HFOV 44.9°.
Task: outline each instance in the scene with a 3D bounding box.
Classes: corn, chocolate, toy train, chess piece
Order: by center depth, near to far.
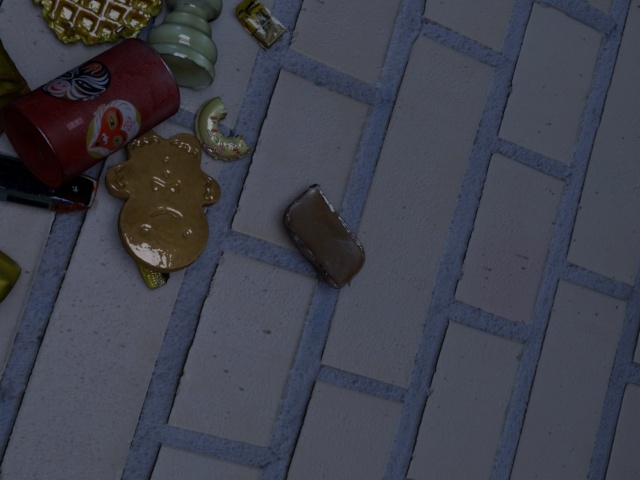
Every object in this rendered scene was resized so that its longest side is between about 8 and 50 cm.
[{"bbox_3d":[-0.709,-0.136,1.714,0.409,0.089,0.086,12,61,-21],"label":"toy train"},{"bbox_3d":[-0.412,0.016,1.834,0.072,0.072,0.203,-19,95,-21],"label":"corn"},{"bbox_3d":[-0.311,-0.548,1.855,0.182,0.182,0.330,15,77,-20],"label":"chess piece"},{"bbox_3d":[-0.001,-0.001,1.988,0.161,0.083,0.261,-43,103,-35],"label":"chocolate"}]

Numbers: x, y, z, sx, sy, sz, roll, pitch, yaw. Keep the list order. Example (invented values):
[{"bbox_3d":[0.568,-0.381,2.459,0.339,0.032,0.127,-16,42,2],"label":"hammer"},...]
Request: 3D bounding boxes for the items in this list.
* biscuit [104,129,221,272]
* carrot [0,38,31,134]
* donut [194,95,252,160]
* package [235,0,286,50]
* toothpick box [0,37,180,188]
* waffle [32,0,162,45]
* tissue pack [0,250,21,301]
[{"bbox_3d":[-0.366,-0.100,1.813,0.275,0.052,0.354,9,67,-25],"label":"biscuit"},{"bbox_3d":[-0.780,-0.372,1.621,0.241,0.241,0.340,-36,102,-19],"label":"carrot"},{"bbox_3d":[-0.250,-0.267,1.910,0.108,0.065,0.166,-30,99,-22],"label":"donut"},{"bbox_3d":[-0.155,-0.555,1.973,0.131,0.047,0.071,44,76,-12],"label":"package"},{"bbox_3d":[-0.498,-0.285,1.705,0.333,0.204,0.204,-40,102,-32],"label":"toothpick box"},{"bbox_3d":[-0.519,-0.610,1.822,0.325,0.068,0.302,-24,96,-19],"label":"waffle"},{"bbox_3d":[-0.727,0.091,1.650,0.123,0.178,0.127,44,92,-13],"label":"tissue pack"}]
